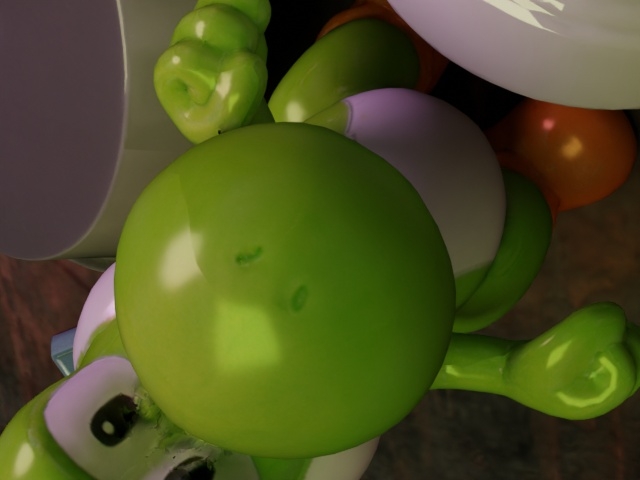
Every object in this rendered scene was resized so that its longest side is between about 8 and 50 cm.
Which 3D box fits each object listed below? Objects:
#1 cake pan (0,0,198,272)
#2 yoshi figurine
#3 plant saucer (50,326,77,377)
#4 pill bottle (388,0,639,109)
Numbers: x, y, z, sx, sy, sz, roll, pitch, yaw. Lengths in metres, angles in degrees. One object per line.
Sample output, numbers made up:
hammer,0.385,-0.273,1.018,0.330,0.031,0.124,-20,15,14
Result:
cake pan,-0.148,-0.117,0.750,0.293,0.054,0.293,24,124,42
yoshi figurine,0.021,-0.008,0.597,0.203,0.362,0.203,9,123,24
plant saucer,-0.084,0.063,0.926,0.192,0.018,0.067,-21,108,38
pill bottle,0.129,-0.212,0.466,0.210,0.210,0.363,31,147,8
